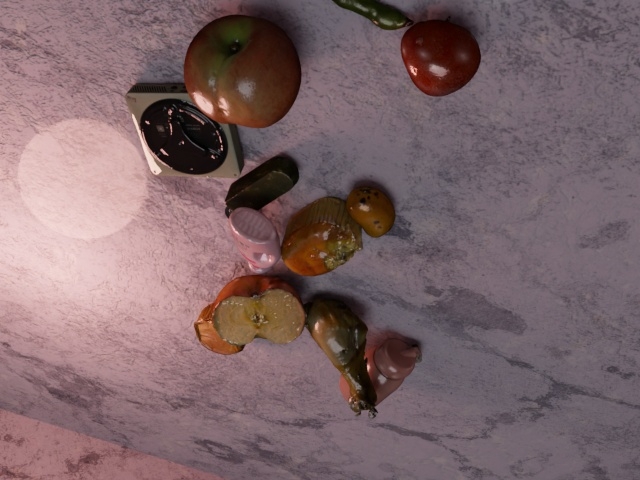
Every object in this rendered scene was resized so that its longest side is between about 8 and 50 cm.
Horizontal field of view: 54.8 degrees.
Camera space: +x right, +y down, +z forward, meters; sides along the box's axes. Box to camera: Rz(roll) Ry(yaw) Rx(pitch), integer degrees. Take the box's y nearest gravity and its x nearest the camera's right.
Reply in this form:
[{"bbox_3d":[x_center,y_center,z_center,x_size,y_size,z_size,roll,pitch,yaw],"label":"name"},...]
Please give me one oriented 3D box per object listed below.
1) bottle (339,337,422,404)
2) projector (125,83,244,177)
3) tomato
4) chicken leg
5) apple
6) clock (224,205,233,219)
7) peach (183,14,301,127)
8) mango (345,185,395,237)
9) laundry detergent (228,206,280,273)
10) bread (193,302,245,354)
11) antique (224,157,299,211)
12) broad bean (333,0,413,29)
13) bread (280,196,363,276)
[{"bbox_3d":[0.216,0.454,2.154,0.206,0.173,0.297,-1,144,-33],"label":"bottle"},{"bbox_3d":[-0.345,-0.272,1.583,0.257,0.079,0.259,3,134,12],"label":"projector"},{"bbox_3d":[0.247,-0.373,1.278,0.167,0.167,0.167,7,136,6],"label":"tomato"},{"bbox_3d":[0.084,0.382,2.014,0.201,0.153,0.429,-21,98,4],"label":"chicken leg"},{"bbox_3d":[-0.196,0.203,1.981,0.292,0.163,0.251,-2,126,-3],"label":"apple"},{"bbox_3d":[-0.237,-0.082,1.799,0.085,0.017,0.085,7,137,6],"label":"clock"},{"bbox_3d":[-0.163,-0.360,1.345,0.252,0.252,0.252,7,136,6],"label":"peach"},{"bbox_3d":[0.141,-0.077,1.663,0.115,0.090,0.178,-22,131,27],"label":"mango"},{"bbox_3d":[-0.179,0.014,1.753,0.159,0.088,0.335,34,164,11],"label":"laundry detergent"},{"bbox_3d":[-0.342,0.306,2.167,0.199,0.104,0.199,9,135,10],"label":"bread"},{"bbox_3d":[-0.153,-0.149,1.668,0.221,0.080,0.081,-27,125,33],"label":"antique"},{"bbox_3d":[0.073,-0.495,1.274,0.256,0.052,0.053,23,176,-14],"label":"broad bean"},{"bbox_3d":[0.000,0.000,1.749,0.250,0.133,0.179,-29,119,34],"label":"bread"}]
